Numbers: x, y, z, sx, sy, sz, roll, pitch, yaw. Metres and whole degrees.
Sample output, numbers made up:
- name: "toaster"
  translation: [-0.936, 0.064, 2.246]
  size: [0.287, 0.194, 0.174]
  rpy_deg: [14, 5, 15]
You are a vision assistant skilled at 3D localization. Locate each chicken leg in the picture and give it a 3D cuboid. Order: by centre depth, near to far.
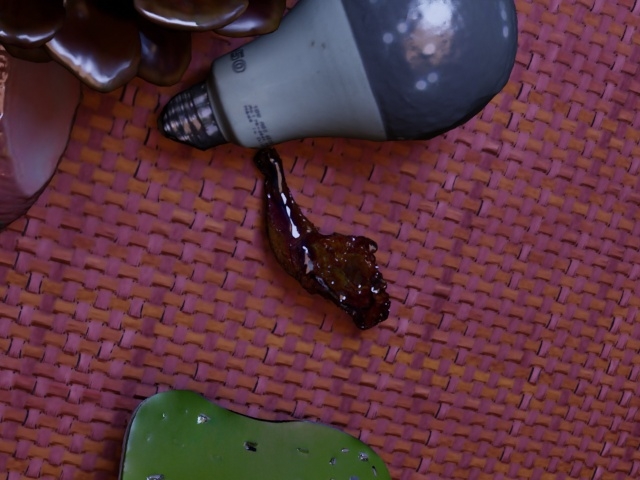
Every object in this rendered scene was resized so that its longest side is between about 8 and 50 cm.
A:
- name: "chicken leg"
  translation: [-0.002, 0.006, 0.855]
  size: [0.205, 0.053, 0.093]
  rpy_deg: [45, 62, -27]

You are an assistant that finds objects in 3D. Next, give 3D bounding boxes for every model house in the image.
- name: "model house"
  translation: [-0.085, 0.282, 0.855]
  size: [0.294, 0.154, 0.206]
  rpy_deg: [21, 51, -28]

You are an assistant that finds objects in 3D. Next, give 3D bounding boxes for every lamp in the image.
- name: "lamp"
  translation: [0.018, -0.147, 0.758]
  size: [0.314, 0.182, 0.181]
  rpy_deg: [-25, 107, -11]

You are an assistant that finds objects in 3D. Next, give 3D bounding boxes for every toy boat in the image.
- name: "toy boat"
  translation: [-0.252, -0.131, 0.729]
  size: [0.141, 0.099, 0.317]
  rpy_deg: [3, 103, -60]

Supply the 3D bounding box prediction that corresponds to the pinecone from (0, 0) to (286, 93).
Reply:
- name: "pinecone"
  translation: [-0.132, -0.298, 0.571]
  size: [0.398, 0.398, 0.397]
  rpy_deg: [-3, 102, -17]
